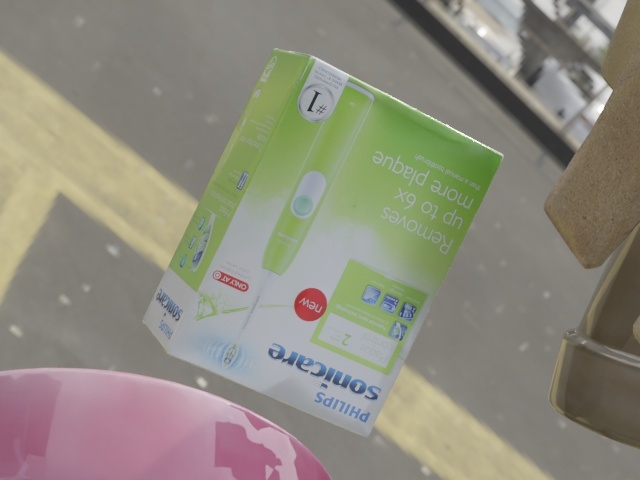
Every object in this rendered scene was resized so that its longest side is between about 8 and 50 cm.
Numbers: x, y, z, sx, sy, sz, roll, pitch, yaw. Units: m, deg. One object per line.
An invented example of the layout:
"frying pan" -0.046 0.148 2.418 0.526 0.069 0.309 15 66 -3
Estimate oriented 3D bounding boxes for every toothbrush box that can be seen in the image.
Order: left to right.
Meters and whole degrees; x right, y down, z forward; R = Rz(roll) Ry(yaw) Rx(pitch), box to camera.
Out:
"toothbrush box" 0.000 0.000 1.306 0.206 0.283 0.122 26 3 -21

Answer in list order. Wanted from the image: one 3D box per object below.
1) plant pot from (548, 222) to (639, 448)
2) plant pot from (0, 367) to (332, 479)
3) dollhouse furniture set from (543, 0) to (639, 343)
"plant pot" 0.373 0.032 1.207 0.323 0.280 0.323 11 4 -1
"plant pot" -0.094 0.176 0.556 0.201 0.201 0.180 32 45 -31
"dollhouse furniture set" 0.227 -0.052 0.601 0.262 0.135 0.259 5 36 -28
